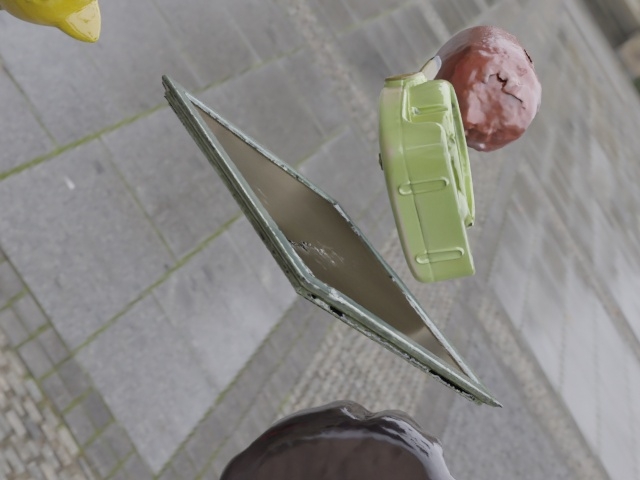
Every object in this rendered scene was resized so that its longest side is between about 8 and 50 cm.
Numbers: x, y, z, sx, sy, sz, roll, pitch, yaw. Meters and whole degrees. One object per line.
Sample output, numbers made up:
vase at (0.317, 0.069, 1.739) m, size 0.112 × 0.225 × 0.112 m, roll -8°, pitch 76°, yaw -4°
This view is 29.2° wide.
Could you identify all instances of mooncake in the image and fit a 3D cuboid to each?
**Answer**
mooncake at (0.026, 0.309, 1.295) m, size 0.283 × 0.283 × 0.141 m, roll 61°, pitch 7°, yaw 5°

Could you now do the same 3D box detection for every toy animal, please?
toy animal at (-0.270, -0.329, 1.300) m, size 0.156 × 0.156 × 0.230 m, roll 40°, pitch 64°, yaw -45°

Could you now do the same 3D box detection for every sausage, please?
sausage at (0.223, -0.210, 1.681) m, size 0.152 × 0.152 × 0.279 m, roll 55°, pitch 16°, yaw -14°

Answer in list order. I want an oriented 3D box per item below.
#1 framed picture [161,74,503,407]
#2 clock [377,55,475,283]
framed picture at (0.000, 0.000, 0.934) m, size 0.231 × 0.018 × 0.293 m, roll 35°, pitch 12°, yaw -40°
clock at (0.105, -0.084, 1.178) m, size 0.232 × 0.069 × 0.170 m, roll -83°, pitch 160°, yaw -53°
